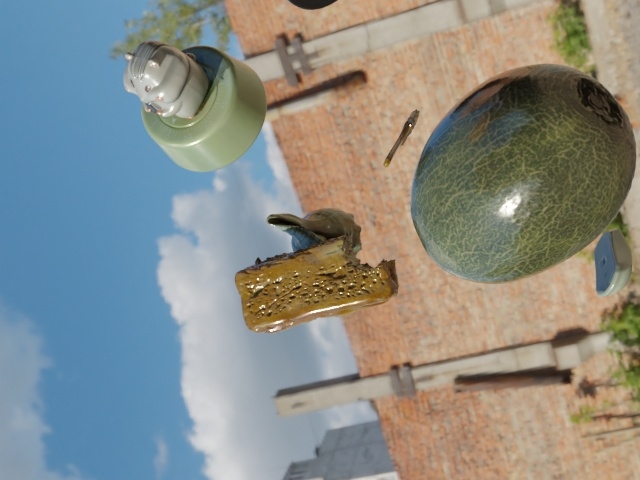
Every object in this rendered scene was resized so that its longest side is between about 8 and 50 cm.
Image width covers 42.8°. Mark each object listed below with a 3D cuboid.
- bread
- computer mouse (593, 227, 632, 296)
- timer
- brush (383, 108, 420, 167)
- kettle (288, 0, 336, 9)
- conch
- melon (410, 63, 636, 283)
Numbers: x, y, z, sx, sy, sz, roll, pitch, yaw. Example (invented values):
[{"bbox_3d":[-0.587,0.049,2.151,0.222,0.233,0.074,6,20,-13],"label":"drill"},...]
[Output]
[{"bbox_3d":[-0.009,0.093,1.878,0.109,0.380,0.185,16,-119,-66],"label":"bread"},{"bbox_3d":[0.598,0.046,1.662,0.181,0.056,0.089,-76,10,-47],"label":"computer mouse"},{"bbox_3d":[-0.314,-0.336,1.825,0.315,0.291,0.290,32,-135,-62],"label":"timer"},{"bbox_3d":[0.115,-0.143,1.171,0.170,0.014,0.043,-58,-9,-56],"label":"brush"},{"bbox_3d":[-0.049,-0.641,1.624,0.324,0.321,0.228,44,138,31],"label":"kettle"},{"bbox_3d":[-0.004,0.012,2.075,0.386,0.203,0.169,-7,-54,-49],"label":"conch"},{"bbox_3d":[0.239,-0.076,1.013,0.238,0.301,0.237,18,-131,-22],"label":"melon"}]
